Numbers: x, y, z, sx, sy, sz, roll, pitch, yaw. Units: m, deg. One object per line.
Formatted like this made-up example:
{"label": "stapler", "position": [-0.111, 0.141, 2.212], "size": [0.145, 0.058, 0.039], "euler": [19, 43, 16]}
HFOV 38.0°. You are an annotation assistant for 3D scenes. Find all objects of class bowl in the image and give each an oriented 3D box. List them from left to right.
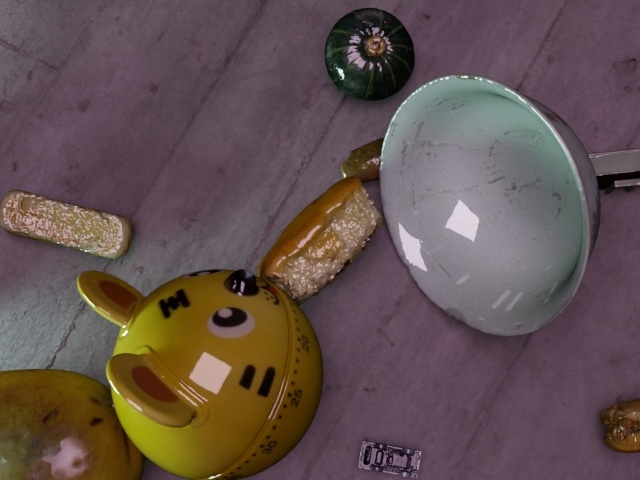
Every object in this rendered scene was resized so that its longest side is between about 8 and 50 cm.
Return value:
{"label": "bowl", "position": [0.313, -0.076, 1.534], "size": [0.196, 0.435, 0.435], "euler": [-21, 77, -37]}

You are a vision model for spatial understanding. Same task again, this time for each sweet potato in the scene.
{"label": "sweet potato", "position": [0.151, -0.157, 1.665], "size": [0.244, 0.077, 0.077], "euler": [-16, 80, 2]}

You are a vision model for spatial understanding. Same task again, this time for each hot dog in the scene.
{"label": "hot dog", "position": [-0.455, -0.027, 1.674], "size": [0.242, 0.073, 0.084], "euler": [13, 85, 2]}

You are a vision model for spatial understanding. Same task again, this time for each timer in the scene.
{"label": "timer", "position": [-0.190, 0.194, 1.456], "size": [0.387, 0.376, 0.376], "euler": [31, 81, -35]}

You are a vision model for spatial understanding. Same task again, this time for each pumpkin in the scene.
{"label": "pumpkin", "position": [0.090, -0.334, 1.671], "size": [0.167, 0.125, 0.167], "euler": [0, 83, 3]}

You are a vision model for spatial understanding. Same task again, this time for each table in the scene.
{"label": "table", "position": [0.546, -0.093, 1.608], "size": [0.240, 0.121, 0.111], "euler": [-7, 80, 2]}

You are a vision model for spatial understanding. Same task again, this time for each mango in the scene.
{"label": "mango", "position": [-0.513, 0.368, 1.543], "size": [0.445, 0.220, 0.301], "euler": [-11, 79, 11]}

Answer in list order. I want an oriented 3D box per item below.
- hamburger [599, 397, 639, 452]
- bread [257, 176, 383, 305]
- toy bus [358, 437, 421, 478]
{"label": "hamburger", "position": [0.537, 0.300, 1.532], "size": [0.147, 0.138, 0.083], "euler": [-16, 79, -6]}
{"label": "bread", "position": [0.000, 0.000, 1.600], "size": [0.121, 0.174, 0.245], "euler": [42, 84, -11]}
{"label": "toy bus", "position": [0.116, 0.371, 1.583], "size": [0.102, 0.058, 0.052], "euler": [10, 80, 0]}
